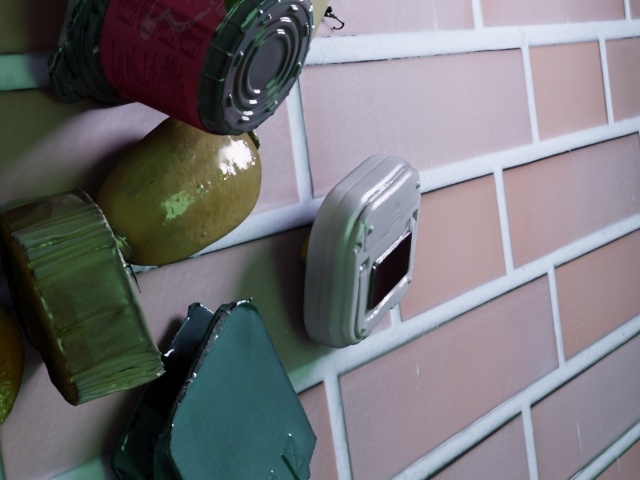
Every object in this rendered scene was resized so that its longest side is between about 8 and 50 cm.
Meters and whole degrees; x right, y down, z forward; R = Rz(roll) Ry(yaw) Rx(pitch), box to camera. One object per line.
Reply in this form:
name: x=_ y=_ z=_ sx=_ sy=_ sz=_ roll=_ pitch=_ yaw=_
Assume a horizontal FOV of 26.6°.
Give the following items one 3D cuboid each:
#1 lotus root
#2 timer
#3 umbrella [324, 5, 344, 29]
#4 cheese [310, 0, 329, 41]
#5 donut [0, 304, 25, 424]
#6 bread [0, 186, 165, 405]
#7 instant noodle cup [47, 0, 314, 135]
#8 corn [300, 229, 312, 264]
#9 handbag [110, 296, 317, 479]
lotus root: x=-0.152 y=-0.065 z=1.541 sx=0.303 sy=0.130 sz=0.146 roll=-44 pitch=125 yaw=-52
timer: x=0.065 y=0.014 z=1.878 sx=0.262 sy=0.087 sz=0.237 roll=-42 pitch=141 yaw=-54
umbrella: x=-0.005 y=-0.339 z=1.928 sx=0.149 sy=0.022 sz=0.022 roll=36 pitch=30 yaw=-52
cheese: x=-0.055 y=-0.340 z=1.668 sx=0.266 sy=0.127 sz=0.233 roll=94 pitch=11 yaw=-45
donut: x=-0.339 y=0.119 z=1.282 sx=0.152 sy=0.058 sz=0.152 roll=4 pitch=85 yaw=-58
bread: x=-0.243 y=0.052 z=1.317 sx=0.109 sy=0.210 sz=0.192 roll=-21 pitch=110 yaw=-14
instant noodle cup: x=-0.124 y=-0.225 z=1.460 sx=0.302 sy=0.181 sz=0.258 roll=-53 pitch=158 yaw=-15
corn: x=0.000 y=0.000 z=1.879 sx=0.092 sy=0.037 sz=0.037 roll=-59 pitch=135 yaw=-44
handbag: x=-0.122 y=0.241 z=1.595 sx=0.274 sy=0.100 sz=0.269 roll=63 pitch=34 yaw=-34
